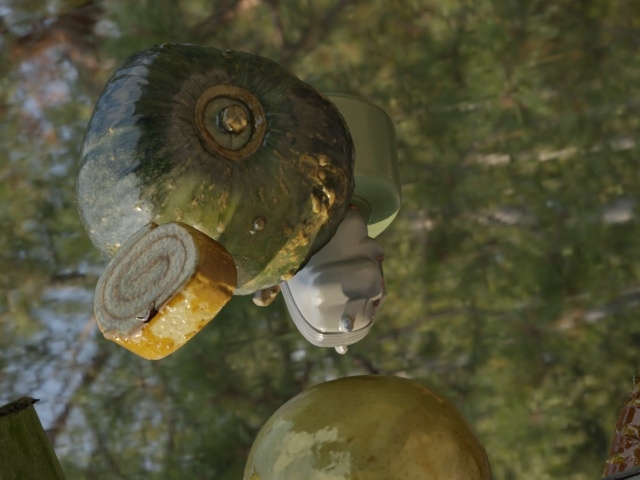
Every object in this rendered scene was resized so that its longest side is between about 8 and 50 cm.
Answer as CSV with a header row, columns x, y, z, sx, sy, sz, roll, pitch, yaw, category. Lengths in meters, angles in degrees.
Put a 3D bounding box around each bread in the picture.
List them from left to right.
x,y,z,sx,sy,sz,roll,pitch,yaw,category
-0.163,0.044,1.413,0.073,0.149,0.122,34,-161,-43,bread

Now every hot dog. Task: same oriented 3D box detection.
x,y,z,sx,sy,sz,roll,pitch,yaw,category
0.420,0.235,1.801,0.269,0.072,0.115,-65,-24,-23,hot dog

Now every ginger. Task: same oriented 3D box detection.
x,y,z,sx,sy,sz,roll,pitch,yaw,category
-0.049,0.037,2.327,0.051,0.173,0.069,32,-166,-23,ginger

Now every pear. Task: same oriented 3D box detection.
x,y,z,sx,sy,sz,roll,pitch,yaw,category
0.062,0.299,1.669,0.309,0.309,0.309,42,-139,-52,pear

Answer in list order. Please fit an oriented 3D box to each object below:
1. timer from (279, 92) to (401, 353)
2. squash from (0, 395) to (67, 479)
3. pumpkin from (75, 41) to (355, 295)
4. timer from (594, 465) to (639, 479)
x,y,z,sx,sy,sz,roll,pitch,yaw,category
0.000,0.000,1.937,0.291,0.291,0.315,34,-145,-57,timer
-0.430,0.426,1.840,0.263,0.263,0.384,-20,-92,-66,squash
-0.123,-0.077,1.672,0.328,0.257,0.291,21,-112,-12,pumpkin
0.257,0.240,0.948,0.209,0.069,0.190,-14,-109,-23,timer
